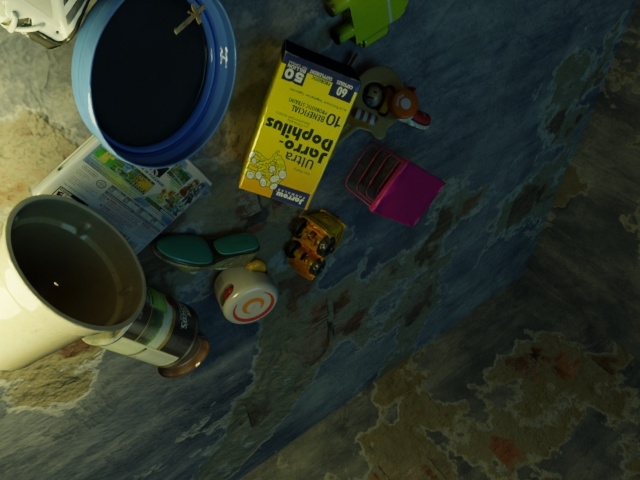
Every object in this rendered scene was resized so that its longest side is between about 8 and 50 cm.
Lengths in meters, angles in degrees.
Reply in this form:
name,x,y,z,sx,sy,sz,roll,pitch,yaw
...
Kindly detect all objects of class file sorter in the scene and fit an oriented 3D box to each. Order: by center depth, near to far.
name,x,y,z,sx,sy,sz,roll,pitch,yaw
file sorter,0.261,-0.202,1.832,0.291,0.182,0.202,14,115,-51

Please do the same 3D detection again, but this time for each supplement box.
name,x,y,z,sx,sy,sz,roll,pitch,yaw
supplement box,-0.062,-0.294,1.323,0.194,0.195,0.356,17,117,-13

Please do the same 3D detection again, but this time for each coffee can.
name,x,y,z,sx,sy,sz,roll,pitch,yaw
coffee can,-0.504,0.231,1.448,0.201,0.201,0.275,-45,146,-1

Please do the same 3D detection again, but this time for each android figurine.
name,x,y,z,sx,sy,sz,roll,pitch,yaw
android figurine,0.135,-0.640,1.363,0.273,0.056,0.248,-38,145,-10

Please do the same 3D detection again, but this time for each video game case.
name,x,y,z,sx,sy,sz,roll,pitch,yaw
video game case,-0.466,-0.132,1.267,0.300,0.036,0.329,-44,145,-3

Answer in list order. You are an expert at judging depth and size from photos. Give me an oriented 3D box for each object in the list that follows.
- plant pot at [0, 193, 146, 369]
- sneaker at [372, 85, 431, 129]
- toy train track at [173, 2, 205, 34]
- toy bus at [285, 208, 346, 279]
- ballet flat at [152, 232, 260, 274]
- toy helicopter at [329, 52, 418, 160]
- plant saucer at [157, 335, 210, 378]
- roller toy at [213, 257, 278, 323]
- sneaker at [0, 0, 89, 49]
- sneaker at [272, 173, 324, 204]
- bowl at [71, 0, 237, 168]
name,x,y,z,sx,sy,sz,roll,pitch,yaw
plant pot,-0.619,0.121,1.128,0.306,0.333,0.334,-33,149,17
sneaker,0.291,-0.442,1.691,0.279,0.107,0.118,4,117,-49
toy train track,-0.258,-0.435,1.007,0.083,0.014,0.048,-50,161,-15
toy bus,0.000,0.000,1.820,0.211,0.149,0.220,-30,148,-49
ballet flat,-0.338,0.046,1.525,0.349,0.123,0.123,-6,129,-43
toy helicopter,0.090,-0.371,1.494,0.355,0.140,0.235,-43,106,-6
plant saucer,-0.480,0.395,1.790,0.199,0.036,0.198,-28,142,-24
roller toy,-0.249,0.165,1.699,0.191,0.146,0.209,-24,142,-12
sneaker,-0.548,-0.377,0.810,0.448,0.169,0.257,-38,143,-15
sneaker,-0.074,-0.176,1.626,0.189,0.066,0.071,-29,159,-15
bowl,-0.330,-0.343,1.064,0.391,0.077,0.391,-47,152,-35
